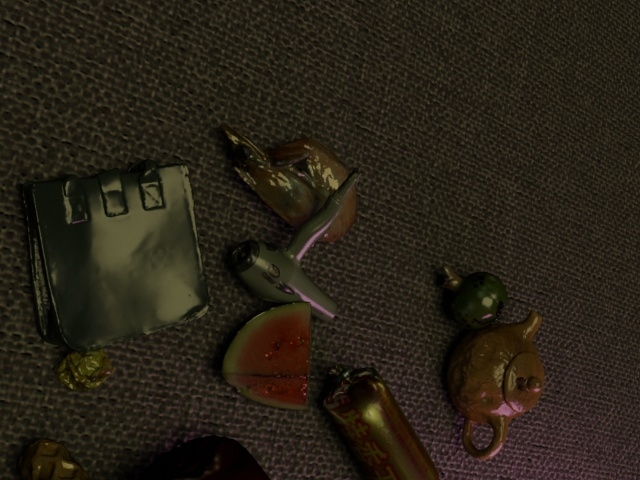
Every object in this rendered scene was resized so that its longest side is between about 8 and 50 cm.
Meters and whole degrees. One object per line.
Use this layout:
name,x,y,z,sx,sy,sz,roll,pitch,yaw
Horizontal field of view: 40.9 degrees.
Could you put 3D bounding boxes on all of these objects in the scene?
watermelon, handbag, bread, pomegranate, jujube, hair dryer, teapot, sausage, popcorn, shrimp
watermelon,-0.069,0.209,1.434,0.193,0.137,0.145,-36,154,-21
handbag,-0.301,0.017,1.270,0.248,0.079,0.260,-12,96,-36
bread,-0.285,0.406,1.152,0.077,0.367,0.084,-41,157,-21
pomegranate,0.294,0.106,1.688,0.161,0.122,0.122,37,66,-2
jujube,-0.180,0.483,1.265,0.258,0.258,0.376,3,82,-36
hair dryer,0.004,0.031,1.453,0.267,0.092,0.229,-34,130,-4
teapot,0.363,0.282,1.692,0.203,0.167,0.311,28,78,-37
sausage,0.104,0.340,1.533,0.317,0.125,0.117,61,18,-20
popcorn,-0.344,0.190,1.251,0.083,0.068,0.059,-14,78,-2
shrimp,-0.045,-0.117,1.467,0.317,0.077,0.168,40,57,-33
